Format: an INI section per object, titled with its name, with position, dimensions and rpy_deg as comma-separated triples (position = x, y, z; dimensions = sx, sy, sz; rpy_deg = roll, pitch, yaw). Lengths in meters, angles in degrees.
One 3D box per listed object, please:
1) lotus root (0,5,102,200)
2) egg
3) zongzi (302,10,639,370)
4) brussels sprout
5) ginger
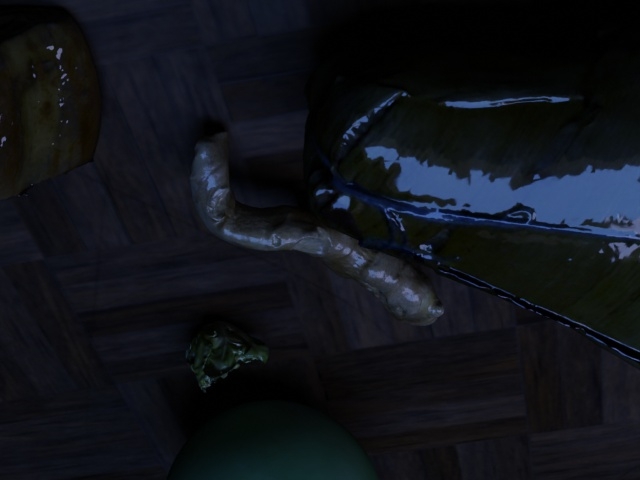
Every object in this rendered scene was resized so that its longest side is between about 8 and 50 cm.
[lotus root]
position = -0.236, -0.095, 0.863
dimensions = 0.159, 0.095, 0.135
rpy_deg = 1, 135, -13
[egg]
position = -0.045, 0.276, 1.197
dimensions = 0.220, 0.220, 0.270
rpy_deg = -7, 151, 5
[zongzi]
position = 0.195, -0.114, 0.821
dimensions = 0.356, 0.174, 0.393
rpy_deg = 20, 125, -15
[brussels sprout]
position = -0.093, 0.106, 1.128
dimensions = 0.085, 0.058, 0.085
rpy_deg = -26, 164, -8
[ginger]
position = 0.000, 0.000, 1.000
dimensions = 0.288, 0.089, 0.075
rpy_deg = 30, 94, -29
